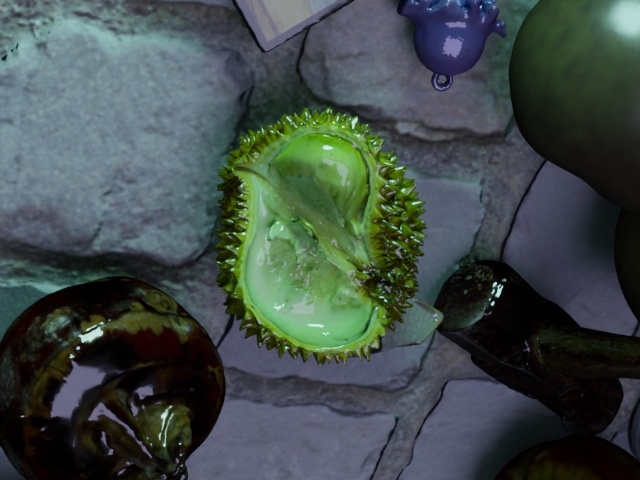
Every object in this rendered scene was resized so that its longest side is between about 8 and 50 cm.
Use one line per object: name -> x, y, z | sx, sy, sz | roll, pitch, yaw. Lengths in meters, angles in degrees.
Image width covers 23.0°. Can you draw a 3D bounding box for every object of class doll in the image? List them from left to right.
doll -> 0.133, -0.242, 1.485 | 0.110, 0.067, 0.206 | 9, 102, -12

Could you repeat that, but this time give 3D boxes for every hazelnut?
hazelnut -> 0.306, 0.326, 1.751 | 0.217, 0.251, 0.217 | 2, 87, -36

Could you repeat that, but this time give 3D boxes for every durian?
durian -> 0.000, -0.004, 1.474 | 0.200, 0.176, 0.237 | -6, 91, 14

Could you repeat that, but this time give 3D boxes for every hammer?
hammer -> 0.320, 0.115, 1.572 | 0.242, 0.409, 0.095 | 39, 67, -31

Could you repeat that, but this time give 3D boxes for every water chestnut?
water chestnut -> -0.193, 0.146, 1.458 | 0.223, 0.238, 0.224 | -17, 123, -28

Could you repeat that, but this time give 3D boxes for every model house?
model house -> 0.060, 0.063, 1.614 | 0.100, 0.088, 0.101 | -10, 90, -45

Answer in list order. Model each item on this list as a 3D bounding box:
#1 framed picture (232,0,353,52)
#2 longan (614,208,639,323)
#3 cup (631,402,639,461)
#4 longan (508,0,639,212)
framed picture -> 0.035, -0.360, 1.385 | 0.347, 0.016, 0.265 | -31, 116, -6
longan -> 0.432, 0.008, 1.639 | 0.258, 0.258, 0.258 | -10, 120, -18
cup -> 0.463, 0.244, 1.808 | 0.221, 0.202, 0.167 | 20, 105, -32
longan -> 0.301, -0.146, 1.508 | 0.248, 0.248, 0.248 | -10, 120, -18
